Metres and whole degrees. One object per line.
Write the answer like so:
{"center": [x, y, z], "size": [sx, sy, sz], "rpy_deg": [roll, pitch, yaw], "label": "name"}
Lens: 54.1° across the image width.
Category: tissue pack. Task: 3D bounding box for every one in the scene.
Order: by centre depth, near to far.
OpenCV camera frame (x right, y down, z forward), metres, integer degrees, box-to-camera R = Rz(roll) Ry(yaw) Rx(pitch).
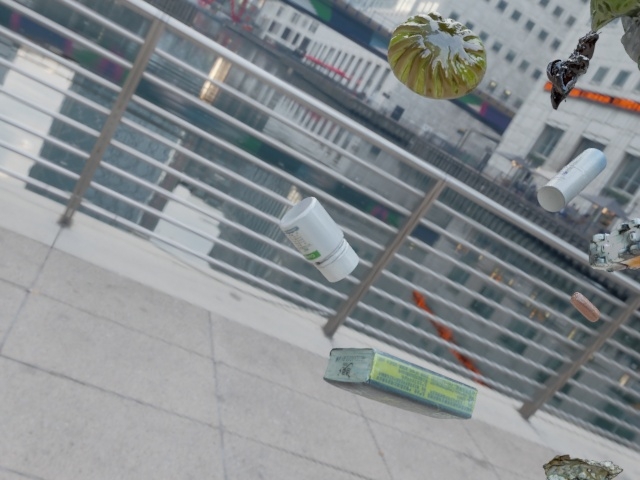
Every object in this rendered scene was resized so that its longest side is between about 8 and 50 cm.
{"center": [0.157, 0.292, 1.265], "size": [0.257, 0.081, 0.185], "rpy_deg": [24, -20, -22], "label": "tissue pack"}

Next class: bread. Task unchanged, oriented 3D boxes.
{"center": [0.245, -0.391, 1.314], "size": [0.213, 0.213, 0.105], "rpy_deg": [32, -21, 8], "label": "bread"}

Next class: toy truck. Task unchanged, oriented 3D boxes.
{"center": [0.917, 0.014, 1.839], "size": [0.135, 0.114, 0.270], "rpy_deg": [12, -20, -14], "label": "toy truck"}

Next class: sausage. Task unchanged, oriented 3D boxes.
{"center": [0.634, 0.159, 1.500], "size": [0.083, 0.034, 0.034], "rpy_deg": [42, 11, -7], "label": "sausage"}

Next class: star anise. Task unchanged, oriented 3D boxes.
{"center": [0.720, -0.508, 1.829], "size": [0.102, 0.272, 0.272], "rpy_deg": [28, 12, 8], "label": "star anise"}

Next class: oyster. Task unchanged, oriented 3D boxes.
{"center": [0.473, 0.421, 1.138], "size": [0.132, 0.086, 0.029], "rpy_deg": [20, 27, -1], "label": "oyster"}

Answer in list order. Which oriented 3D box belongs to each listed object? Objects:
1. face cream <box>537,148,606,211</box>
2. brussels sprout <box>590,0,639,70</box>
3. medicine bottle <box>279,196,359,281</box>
{"center": [0.665, -0.162, 1.649], "size": [0.077, 0.077, 0.250], "rpy_deg": [36, 50, 26], "label": "face cream"}
{"center": [0.773, -0.495, 1.218], "size": [0.425, 0.361, 0.342], "rpy_deg": [42, 59, 15], "label": "brussels sprout"}
{"center": [0.000, 0.000, 1.831], "size": [0.237, 0.139, 0.139], "rpy_deg": [50, 5, -21], "label": "medicine bottle"}
